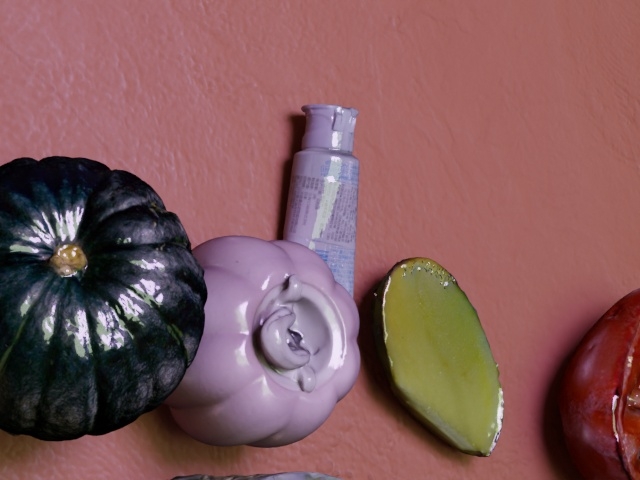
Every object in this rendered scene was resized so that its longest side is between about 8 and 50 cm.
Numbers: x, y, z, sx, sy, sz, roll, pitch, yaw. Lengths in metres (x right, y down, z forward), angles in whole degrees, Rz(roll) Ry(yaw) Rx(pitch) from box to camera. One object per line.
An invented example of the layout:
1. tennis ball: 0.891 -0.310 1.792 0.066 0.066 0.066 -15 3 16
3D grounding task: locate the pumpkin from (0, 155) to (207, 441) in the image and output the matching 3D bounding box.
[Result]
1. pumpkin: -0.193 0.041 1.390 0.221 0.162 0.220 6 66 -12

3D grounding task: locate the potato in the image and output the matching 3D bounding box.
1. potato: 0.098 0.107 1.688 0.198 0.054 0.119 54 55 -22

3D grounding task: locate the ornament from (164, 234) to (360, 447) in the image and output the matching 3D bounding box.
1. ornament: -0.051 0.081 1.509 0.177 0.177 0.177 7 78 -36

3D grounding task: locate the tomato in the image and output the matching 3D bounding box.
1. tomato: 0.299 0.159 1.804 0.228 0.101 0.228 5 83 -50

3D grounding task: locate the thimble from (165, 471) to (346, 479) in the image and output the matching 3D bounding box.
1. thimble: -0.048 0.315 1.477 0.271 0.150 0.270 8 77 -36

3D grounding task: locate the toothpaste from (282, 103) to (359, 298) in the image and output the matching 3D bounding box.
1. toothpaste: 0.000 0.000 1.635 0.089 0.057 0.234 7 84 -34
